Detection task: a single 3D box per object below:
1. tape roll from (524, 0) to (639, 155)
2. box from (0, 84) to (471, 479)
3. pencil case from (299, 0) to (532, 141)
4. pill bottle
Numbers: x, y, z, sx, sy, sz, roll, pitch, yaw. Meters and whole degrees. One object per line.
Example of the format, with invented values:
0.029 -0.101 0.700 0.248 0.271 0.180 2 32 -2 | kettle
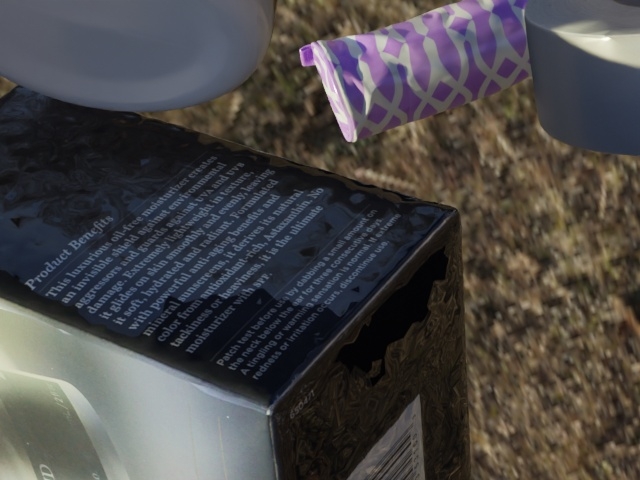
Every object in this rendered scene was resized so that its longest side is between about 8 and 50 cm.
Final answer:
0.232 -0.120 0.977 0.219 0.072 0.219 -11 20 4 | tape roll
-0.085 0.103 0.935 0.294 0.296 0.183 19 44 29 | box
0.095 -0.146 1.250 0.206 0.086 0.088 -21 64 -7 | pencil case
-0.080 -0.206 0.760 0.153 0.153 0.265 0 63 17 | pill bottle
